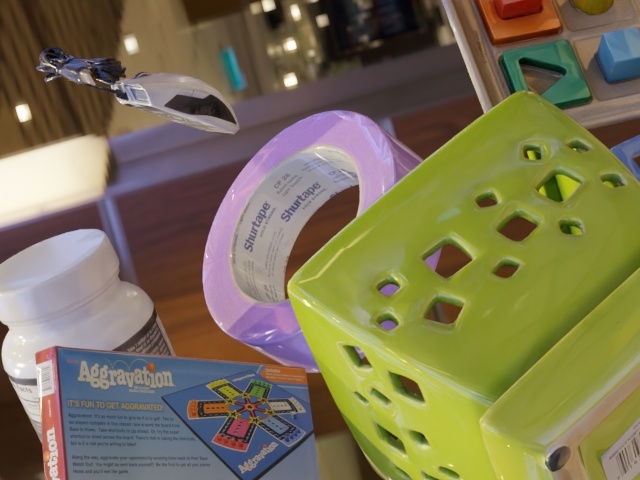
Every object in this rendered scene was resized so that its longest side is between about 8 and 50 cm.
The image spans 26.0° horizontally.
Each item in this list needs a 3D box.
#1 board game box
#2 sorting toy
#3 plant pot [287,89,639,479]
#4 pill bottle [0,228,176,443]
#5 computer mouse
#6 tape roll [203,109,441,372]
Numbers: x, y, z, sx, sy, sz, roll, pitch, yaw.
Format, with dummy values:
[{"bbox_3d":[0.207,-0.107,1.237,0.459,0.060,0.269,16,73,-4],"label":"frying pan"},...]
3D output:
[{"bbox_3d":[-0.100,0.163,1.081,0.281,0.027,0.145,12,-114,-50],"label":"board game box"},{"bbox_3d":[0.215,-0.181,1.196,0.047,0.196,0.347,100,156,-60],"label":"sorting toy"},{"bbox_3d":[0.147,0.076,0.912,0.207,0.228,0.227,37,159,43],"label":"plant pot"},{"bbox_3d":[-0.222,0.140,1.398,0.162,0.162,0.278,-90,-19,-69],"label":"pill bottle"},{"bbox_3d":[-0.155,-0.141,1.275,0.193,0.106,0.042,16,-94,-40],"label":"computer mouse"},{"bbox_3d":[0.000,0.000,1.495,0.090,0.275,0.274,34,-147,-39],"label":"tape roll"}]
